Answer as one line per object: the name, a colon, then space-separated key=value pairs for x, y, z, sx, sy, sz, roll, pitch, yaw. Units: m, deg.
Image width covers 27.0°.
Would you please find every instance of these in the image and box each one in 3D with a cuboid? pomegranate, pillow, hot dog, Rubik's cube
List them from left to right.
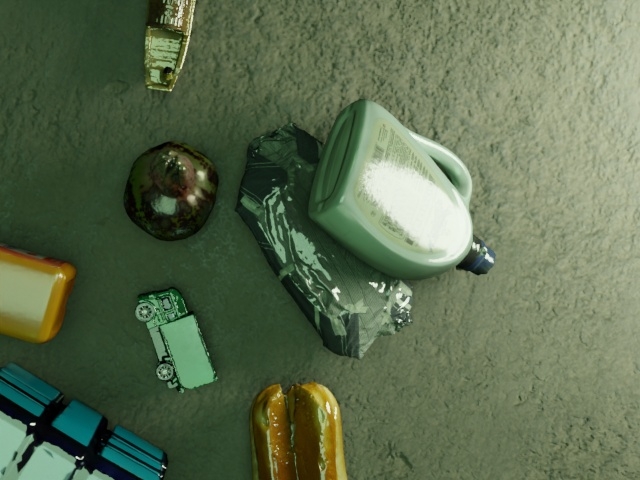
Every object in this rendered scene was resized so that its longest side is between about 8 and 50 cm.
Rubik's cube: x=-0.388 y=0.353 z=1.731 sx=0.283 sy=0.288 sz=0.293 roll=30 pitch=88 yaw=-3
pomegranate: x=-0.193 y=-0.069 z=1.792 sx=0.125 sy=0.163 sz=0.138 roll=35 pitch=67 yaw=-20
hot dog: x=-0.024 y=0.364 z=1.847 sx=0.135 sy=0.100 sz=0.337 roll=-6 pitch=91 yaw=5
pillow: x=0.000 y=0.000 z=1.835 sx=0.161 sy=0.092 sz=0.335 roll=-34 pitch=92 yaw=-21

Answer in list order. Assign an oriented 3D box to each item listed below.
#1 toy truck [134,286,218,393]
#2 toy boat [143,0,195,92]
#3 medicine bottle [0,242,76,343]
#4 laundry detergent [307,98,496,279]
toy truck: x=-0.203 y=0.135 z=1.842 sx=0.079 sy=0.065 sz=0.147 roll=-21 pitch=93 yaw=-5
toy boat: x=-0.207 y=-0.316 z=1.814 sx=0.068 sy=0.088 sz=0.226 roll=8 pitch=91 yaw=-5
medicine bottle: x=-0.450 y=0.055 z=1.780 sx=0.222 sy=0.149 sz=0.112 roll=17 pitch=90 yaw=-4
laundry detergent: x=0.129 y=-0.049 z=1.814 sx=0.280 sy=0.105 sz=0.215 roll=28 pitch=59 yaw=-24
